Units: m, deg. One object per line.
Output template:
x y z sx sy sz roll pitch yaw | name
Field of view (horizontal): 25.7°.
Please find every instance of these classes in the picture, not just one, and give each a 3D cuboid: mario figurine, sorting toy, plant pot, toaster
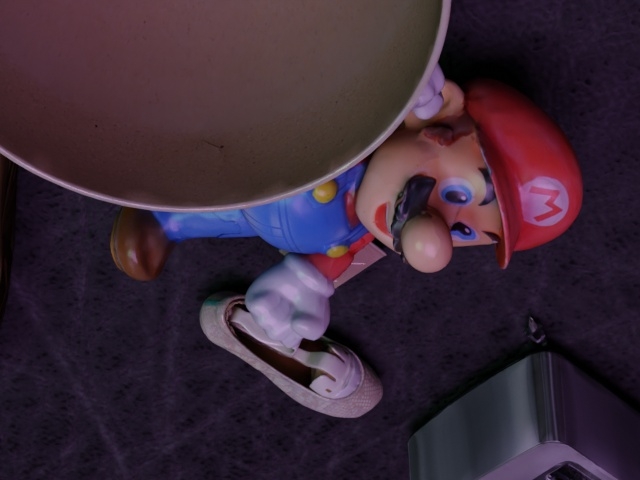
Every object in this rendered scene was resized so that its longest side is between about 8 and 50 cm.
0.006 -0.023 0.903 0.321 0.170 0.198 -2 170 14 | mario figurine
0.000 0.000 1.033 0.062 0.012 0.083 -32 125 32 | sorting toy
-0.072 -0.183 0.765 0.284 0.191 0.284 2 130 3 | plant pot
0.172 0.183 1.116 0.186 0.110 0.168 36 123 -24 | toaster

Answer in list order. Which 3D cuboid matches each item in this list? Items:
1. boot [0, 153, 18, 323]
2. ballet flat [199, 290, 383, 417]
-0.328 0.009 1.006 0.203 0.095 0.262 10 129 -6 | boot
-0.017 0.090 1.077 0.168 0.057 0.052 28 162 -19 | ballet flat
